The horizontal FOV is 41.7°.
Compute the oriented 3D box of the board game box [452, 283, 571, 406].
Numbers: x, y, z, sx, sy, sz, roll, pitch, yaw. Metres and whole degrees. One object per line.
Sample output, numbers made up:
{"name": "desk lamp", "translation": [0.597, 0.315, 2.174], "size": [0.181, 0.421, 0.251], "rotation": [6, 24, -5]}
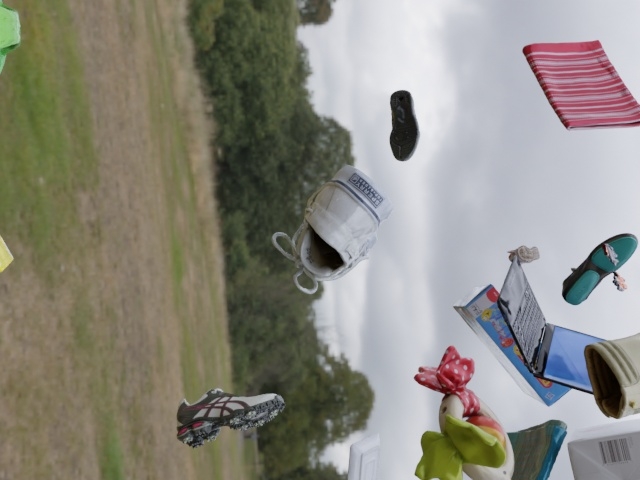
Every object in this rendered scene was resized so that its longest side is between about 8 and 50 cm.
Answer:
{"name": "board game box", "translation": [0.473, 0.254, 2.101], "size": [0.308, 0.086, 0.302], "rotation": [51, 0, 6]}

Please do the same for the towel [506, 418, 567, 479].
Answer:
{"name": "towel", "translation": [0.356, 0.530, 1.660], "size": [0.370, 0.040, 0.271], "rotation": [-59, 179, -20]}

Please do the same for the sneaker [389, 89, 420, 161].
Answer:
{"name": "sneaker", "translation": [0.241, -0.299, 2.366], "size": [0.130, 0.087, 0.227], "rotation": [63, 21, -56]}

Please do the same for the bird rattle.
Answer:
{"name": "bird rattle", "translation": [0.239, 0.313, 1.393], "size": [0.207, 0.143, 0.253], "rotation": [44, 21, -19]}

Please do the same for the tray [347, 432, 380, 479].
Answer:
{"name": "tray", "translation": [0.118, 0.666, 2.268], "size": [0.145, 0.030, 0.270], "rotation": [-6, 102, -56]}

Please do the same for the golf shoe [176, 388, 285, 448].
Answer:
{"name": "golf shoe", "translation": [-0.224, 0.403, 2.031], "size": [0.105, 0.273, 0.120], "rotation": [67, 7, -56]}

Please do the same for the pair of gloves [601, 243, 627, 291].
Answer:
{"name": "pair of gloves", "translation": [0.491, 0.046, 1.405], "size": [0.074, 0.010, 0.083], "rotation": [13, 60, -57]}

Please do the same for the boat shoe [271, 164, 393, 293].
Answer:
{"name": "boat shoe", "translation": [0.007, 0.006, 1.277], "size": [0.136, 0.156, 0.367], "rotation": [43, -10, -1]}

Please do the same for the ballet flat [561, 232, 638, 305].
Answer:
{"name": "ballet flat", "translation": [0.576, 0.049, 1.754], "size": [0.203, 0.074, 0.074], "rotation": [-54, -154, 27]}

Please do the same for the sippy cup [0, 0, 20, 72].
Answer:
{"name": "sippy cup", "translation": [-0.559, -0.269, 1.059], "size": [0.240, 0.306, 0.224], "rotation": [56, 18, -2]}

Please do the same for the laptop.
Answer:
{"name": "laptop", "translation": [0.484, 0.169, 1.699], "size": [0.264, 0.137, 0.234], "rotation": [63, 27, -11]}

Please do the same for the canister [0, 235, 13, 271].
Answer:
{"name": "canister", "translation": [-0.741, -0.008, 1.814], "size": [0.126, 0.073, 0.169], "rotation": [-107, 173, -74]}

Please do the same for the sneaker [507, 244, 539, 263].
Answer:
{"name": "sneaker", "translation": [0.447, 0.037, 1.910], "size": [0.118, 0.067, 0.042], "rotation": [1, 75, -55]}

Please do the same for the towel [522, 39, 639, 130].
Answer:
{"name": "towel", "translation": [0.570, -0.341, 1.822], "size": [0.031, 0.199, 0.274], "rotation": [98, -17, -49]}

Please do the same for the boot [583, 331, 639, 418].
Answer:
{"name": "boot", "translation": [0.528, 0.249, 1.261], "size": [0.095, 0.204, 0.261], "rotation": [121, -47, -60]}

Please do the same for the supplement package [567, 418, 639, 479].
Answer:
{"name": "supplement package", "translation": [0.595, 0.452, 1.645], "size": [0.293, 0.178, 0.175], "rotation": [21, 57, -70]}
